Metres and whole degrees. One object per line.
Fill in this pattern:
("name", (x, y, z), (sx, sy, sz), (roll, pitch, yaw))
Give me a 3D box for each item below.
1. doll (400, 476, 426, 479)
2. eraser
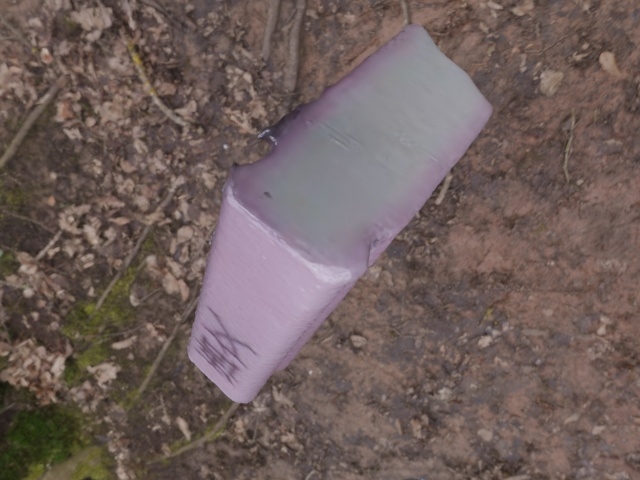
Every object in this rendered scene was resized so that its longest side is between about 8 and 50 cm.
("doll", (0.146, 0.414, 0.784), (0.180, 0.120, 0.075), (42, -179, -41))
("eraser", (0.000, 0.000, 0.537), (0.122, 0.272, 0.359), (42, 146, 6))
